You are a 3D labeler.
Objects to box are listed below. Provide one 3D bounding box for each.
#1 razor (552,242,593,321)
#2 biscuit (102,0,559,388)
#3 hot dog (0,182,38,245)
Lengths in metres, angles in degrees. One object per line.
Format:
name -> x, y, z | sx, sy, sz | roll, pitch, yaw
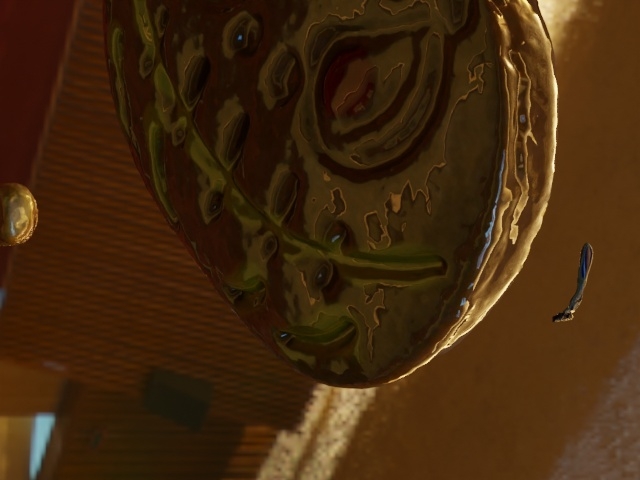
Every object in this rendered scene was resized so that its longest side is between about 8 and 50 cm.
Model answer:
razor -> 0.434, 0.075, 2.182 | 0.028, 0.044, 0.155 | 47, -48, 47
biscuit -> -0.016, -0.118, 0.761 | 0.394, 0.070, 0.350 | 46, -52, 36
hot dog -> -0.415, -0.034, 1.627 | 0.286, 0.061, 0.088 | 11, -76, 59
